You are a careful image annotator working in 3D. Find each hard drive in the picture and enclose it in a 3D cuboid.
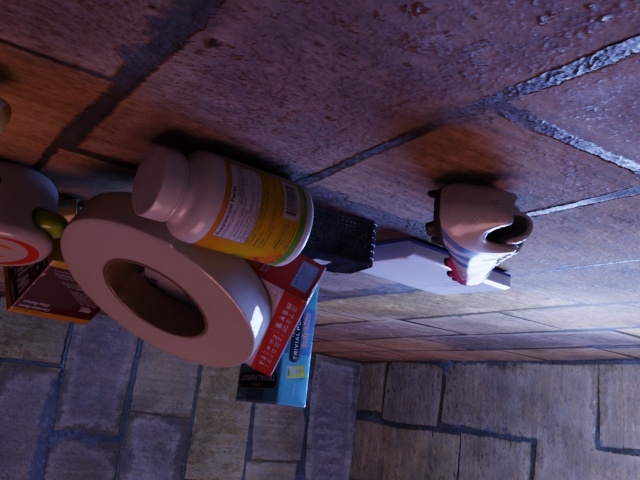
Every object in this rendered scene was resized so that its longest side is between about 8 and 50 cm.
[{"bbox_3d":[0.226,0.062,1.542,0.318,0.040,0.210,18,162,-38],"label":"hard drive"}]

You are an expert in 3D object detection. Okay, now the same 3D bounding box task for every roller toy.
[{"bbox_3d":[-0.560,-0.051,1.247,0.209,0.146,0.191,17,152,-38],"label":"roller toy"}]

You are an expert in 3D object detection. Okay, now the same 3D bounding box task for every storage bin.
[{"bbox_3d":[0.000,0.000,1.315,0.180,0.084,0.122,14,164,-23],"label":"storage bin"}]

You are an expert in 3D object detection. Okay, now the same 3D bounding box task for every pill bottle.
[{"bbox_3d":[-0.143,-0.053,1.060,0.245,0.136,0.136,17,162,-37],"label":"pill bottle"}]

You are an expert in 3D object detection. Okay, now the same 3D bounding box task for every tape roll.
[{"bbox_3d":[-0.269,0.078,1.253,0.392,0.072,0.392,20,144,15],"label":"tape roll"}]

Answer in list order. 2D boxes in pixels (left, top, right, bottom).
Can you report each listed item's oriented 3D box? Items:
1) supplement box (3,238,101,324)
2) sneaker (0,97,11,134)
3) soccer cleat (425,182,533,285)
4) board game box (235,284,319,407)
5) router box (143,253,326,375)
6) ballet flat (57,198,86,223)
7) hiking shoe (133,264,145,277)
[{"bbox_3d":[-0.556,0.068,1.580,0.194,0.129,0.191,-41,142,27],"label":"supplement box"},{"bbox_3d":[-0.520,-0.178,0.866,0.296,0.112,0.131,-1,148,20],"label":"sneaker"},{"bbox_3d":[0.264,0.003,1.133,0.143,0.116,0.331,2,165,22],"label":"soccer cleat"},{"bbox_3d":[-0.105,0.226,1.745,0.079,0.336,0.253,14,164,-25],"label":"board game box"},{"bbox_3d":[-0.175,0.089,1.332,0.301,0.082,0.335,28,145,3],"label":"router box"},{"bbox_3d":[-0.443,-0.026,1.446,0.073,0.080,0.232,-15,160,19],"label":"ballet flat"},{"bbox_3d":[-0.350,0.031,1.640,0.086,0.114,0.227,-44,163,26],"label":"hiking shoe"}]
